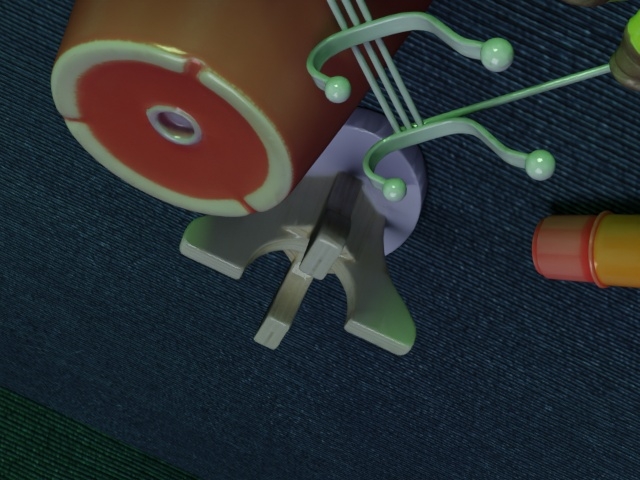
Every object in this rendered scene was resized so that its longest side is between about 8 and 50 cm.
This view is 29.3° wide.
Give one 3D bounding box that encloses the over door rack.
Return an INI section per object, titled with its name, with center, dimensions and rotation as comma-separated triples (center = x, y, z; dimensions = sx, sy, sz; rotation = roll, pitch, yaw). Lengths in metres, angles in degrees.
[over door rack]
center = 0.143, -0.165, 0.795
dimensions = 0.324, 0.108, 0.239
rotation = -24, 135, 8

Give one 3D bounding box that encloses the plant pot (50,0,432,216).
[plant pot]
center = -0.067, -0.170, 0.946
dimensions = 0.275, 0.243, 0.275
rotation = 17, 149, 11

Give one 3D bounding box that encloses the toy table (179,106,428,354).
[toy table]
center = 0.000, 0.000, 1.256
dimensions = 0.252, 0.161, 0.274
rotation = 20, 149, 6

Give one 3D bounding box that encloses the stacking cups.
[stacking cups]
center = 0.344, 0.006, 1.104
dimensions = 0.316, 0.096, 0.096
rotation = 5, 146, 34

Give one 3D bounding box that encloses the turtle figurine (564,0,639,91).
[turtle figurine]
center = 0.193, -0.168, 0.616
dimensions = 0.269, 0.087, 0.217
rotation = 46, 155, 19
